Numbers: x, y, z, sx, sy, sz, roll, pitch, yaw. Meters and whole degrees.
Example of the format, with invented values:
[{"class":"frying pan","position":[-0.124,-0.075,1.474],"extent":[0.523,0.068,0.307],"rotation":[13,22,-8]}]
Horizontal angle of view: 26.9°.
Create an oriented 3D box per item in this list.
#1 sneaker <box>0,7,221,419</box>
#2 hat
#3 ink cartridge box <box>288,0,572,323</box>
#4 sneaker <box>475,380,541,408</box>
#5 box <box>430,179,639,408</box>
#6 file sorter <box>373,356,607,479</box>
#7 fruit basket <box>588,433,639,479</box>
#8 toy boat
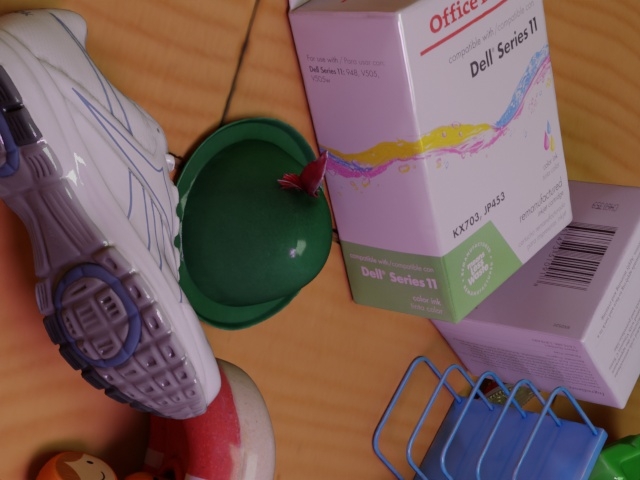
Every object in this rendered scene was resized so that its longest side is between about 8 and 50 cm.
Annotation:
[{"class":"sneaker","position":[-0.134,-0.022,0.867],"extent":[0.129,0.111,0.297],"rotation":[-41,111,-48]},{"class":"hat","position":[0.000,0.000,1.007],"extent":[0.208,0.183,0.173],"rotation":[-11,107,-48]},{"class":"ink cartridge box","position":[0.098,-0.134,1.145],"extent":[0.207,0.119,0.353],"rotation":[-37,125,-39]},{"class":"sneaker","position":[0.193,0.138,1.385],"extent":[0.118,0.067,0.042],"rotation":[-34,131,-5]},{"class":"box","position":[0.231,0.044,1.294],"extent":[0.181,0.182,0.119],"rotation":[-59,134,-24]},{"class":"file sorter","position":[0.153,0.188,1.241],"extent":[0.104,0.170,0.118],"rotation":[50,60,-40]},{"class":"fruit basket","position":[0.317,0.381,1.469],"extent":[0.392,0.283,0.392],"rotation":[-29,158,-13]},{"class":"toy boat","position":[-0.130,0.187,0.954],"extent":[0.151,0.151,0.231],"rotation":[18,83,-21]}]
